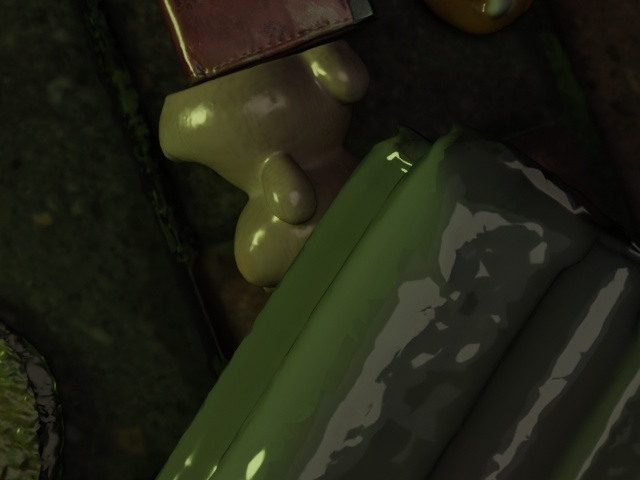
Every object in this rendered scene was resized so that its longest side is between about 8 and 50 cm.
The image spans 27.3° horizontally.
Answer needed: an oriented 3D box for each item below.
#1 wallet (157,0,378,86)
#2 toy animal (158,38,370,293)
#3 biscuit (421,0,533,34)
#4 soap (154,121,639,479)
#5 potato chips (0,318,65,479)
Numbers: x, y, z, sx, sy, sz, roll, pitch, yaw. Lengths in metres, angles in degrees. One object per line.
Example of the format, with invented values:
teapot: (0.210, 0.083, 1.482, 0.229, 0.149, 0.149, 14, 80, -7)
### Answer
wallet: (-0.061, -0.216, 0.776, 0.119, 0.025, 0.232, -21, 85, 8)
toy animal: (-0.002, 0.001, 0.725, 0.124, 0.124, 0.212, -24, 93, -6)
biscuit: (0.147, -0.299, 0.799, 0.340, 0.047, 0.216, -41, 89, -7)
soap: (0.069, 0.209, 0.597, 0.350, 0.213, 0.435, 30, 91, -7)
potato chips: (-0.255, 0.122, 0.736, 0.220, 0.029, 0.202, 5, 83, -6)
